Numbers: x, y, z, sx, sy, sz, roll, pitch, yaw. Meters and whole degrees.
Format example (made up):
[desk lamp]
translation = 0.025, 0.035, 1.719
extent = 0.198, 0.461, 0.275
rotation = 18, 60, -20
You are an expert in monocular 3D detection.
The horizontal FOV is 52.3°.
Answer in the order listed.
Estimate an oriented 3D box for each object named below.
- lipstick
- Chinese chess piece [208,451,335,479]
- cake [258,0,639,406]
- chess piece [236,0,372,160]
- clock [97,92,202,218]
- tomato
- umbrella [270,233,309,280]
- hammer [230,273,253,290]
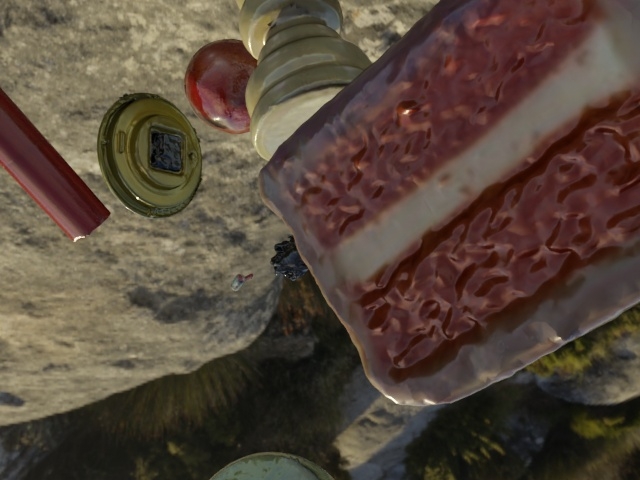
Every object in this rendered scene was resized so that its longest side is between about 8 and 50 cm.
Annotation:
[lipstick]
translation = -0.399, -0.121, 0.871
extent = 0.073, 0.073, 0.279
rotation = -31, 110, 14
[Chinese chess piece]
translation = -0.096, 0.593, 1.264
extent = 0.349, 0.349, 0.146
rotation = -17, 151, 1
[cake]
translation = 0.147, -0.049, 0.487
extent = 0.309, 0.237, 0.230
rotation = -39, 165, 35
[chess piece]
translation = -0.034, -0.253, 0.815
extent = 0.167, 0.299, 0.167
rotation = -13, 154, -7
[clock]
translation = -0.292, -0.156, 1.184
extent = 0.057, 0.237, 0.237
rotation = -6, 144, 38
[tomato]
translation = -0.199, -0.335, 1.436
extent = 0.184, 0.208, 0.208
rotation = -38, 141, -27
[umbrella]
translation = 0.000, 0.001, 1.593
extent = 0.272, 0.122, 0.110
rotation = -34, 164, 26
[hammer]
translation = -0.217, 0.110, 1.838
extent = 0.052, 0.031, 0.083
rotation = -50, 167, 33
